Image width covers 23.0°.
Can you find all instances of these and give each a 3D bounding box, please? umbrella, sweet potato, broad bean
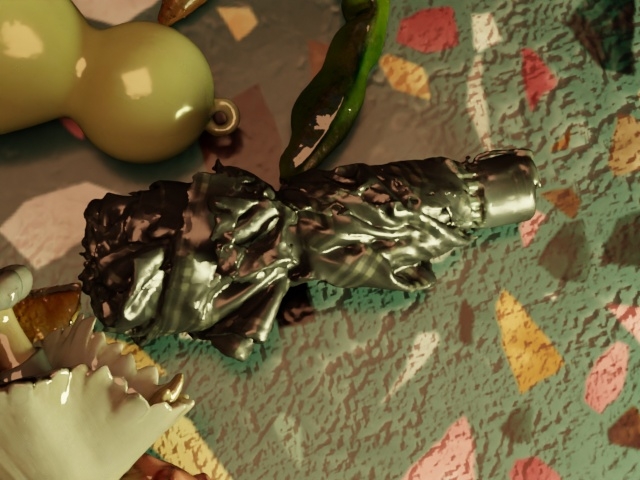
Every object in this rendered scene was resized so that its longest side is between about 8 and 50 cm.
[{"bbox_3d":[-0.003,0.009,1.135,0.336,0.154,0.128,-4,53,-22],"label":"umbrella"},{"bbox_3d":[-0.095,-0.199,1.208,0.034,0.034,0.095,36,78,6],"label":"sweet potato"},{"bbox_3d":[0.014,-0.132,1.191,0.061,0.046,0.195,8,76,8],"label":"broad bean"}]

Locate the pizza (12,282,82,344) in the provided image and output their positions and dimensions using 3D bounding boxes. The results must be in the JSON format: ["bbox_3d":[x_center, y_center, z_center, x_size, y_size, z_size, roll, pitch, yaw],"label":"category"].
[{"bbox_3d":[-0.238,0.079,1.128,0.184,0.036,0.176,40,102,4],"label":"pizza"}]

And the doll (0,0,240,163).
[{"bbox_3d":[-0.203,-0.130,1.162,0.296,0.117,0.141,19,86,-11],"label":"doll"}]

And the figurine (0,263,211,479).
[{"bbox_3d":[-0.143,0.199,1.049,0.207,0.166,0.387,-26,104,16],"label":"figurine"}]
